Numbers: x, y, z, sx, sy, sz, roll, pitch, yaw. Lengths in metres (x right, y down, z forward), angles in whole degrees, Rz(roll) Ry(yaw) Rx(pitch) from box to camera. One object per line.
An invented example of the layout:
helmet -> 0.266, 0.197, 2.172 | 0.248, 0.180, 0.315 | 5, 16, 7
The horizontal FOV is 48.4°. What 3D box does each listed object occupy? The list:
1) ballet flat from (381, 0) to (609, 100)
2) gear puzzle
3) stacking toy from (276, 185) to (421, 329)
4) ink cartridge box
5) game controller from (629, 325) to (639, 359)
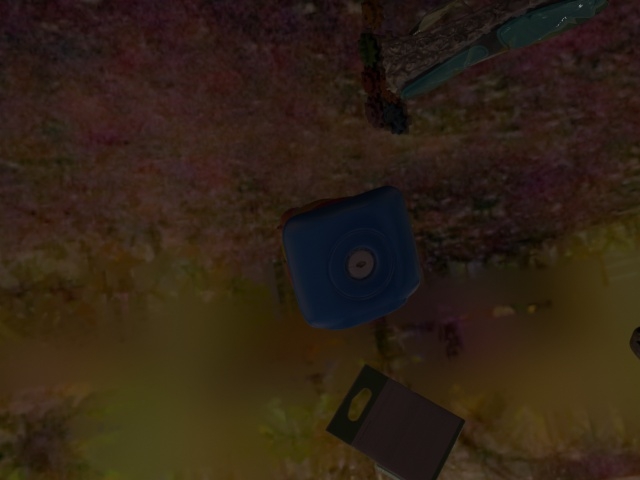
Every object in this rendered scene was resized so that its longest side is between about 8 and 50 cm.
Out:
ballet flat -> 0.288, -0.389, 1.260 | 0.409, 0.147, 0.147 | -22, 165, 19
gear puzzle -> 0.139, -0.420, 1.715 | 0.044, 0.339, 0.175 | -23, -151, -25
stacking toy -> 0.000, 0.000, 1.032 | 0.175, 0.165, 0.302 | -19, -162, -16
ink cartridge box -> 0.151, 0.382, 1.441 | 0.235, 0.171, 0.056 | 28, 154, 15
game controller -> 0.670, 0.273, 1.228 | 0.067, 0.319, 0.166 | -37, 151, -10
